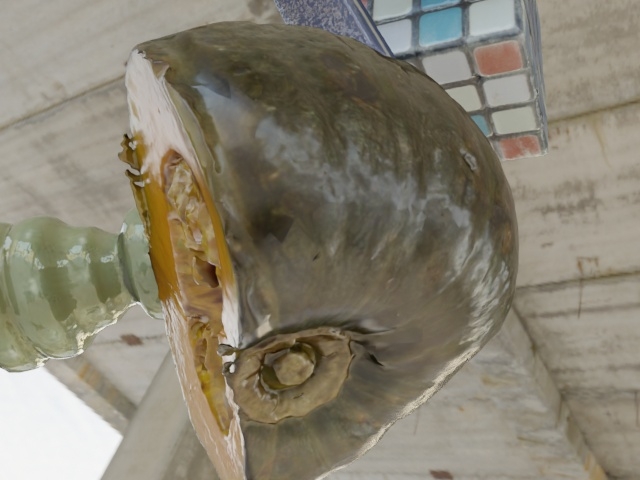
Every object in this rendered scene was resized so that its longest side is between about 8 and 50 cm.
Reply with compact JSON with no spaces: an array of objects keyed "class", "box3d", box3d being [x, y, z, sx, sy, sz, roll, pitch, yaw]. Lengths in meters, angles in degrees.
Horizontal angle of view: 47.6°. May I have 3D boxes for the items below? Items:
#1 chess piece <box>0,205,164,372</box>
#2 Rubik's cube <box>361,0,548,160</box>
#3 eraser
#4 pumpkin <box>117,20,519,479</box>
[{"class":"chess piece","box3d":[-0.159,0.024,0.624,0.243,0.133,0.133,-13,-46,-2]},{"class":"Rubik's cube","box3d":[0.164,-0.266,0.991,0.253,0.256,0.259,-5,-29,20]},{"class":"eraser","box3d":[0.007,-0.244,0.806,0.036,0.225,0.082,8,-42,-46]},{"class":"pumpkin","box3d":[0.000,0.000,0.487,0.242,0.232,0.325,53,-30,33]}]
